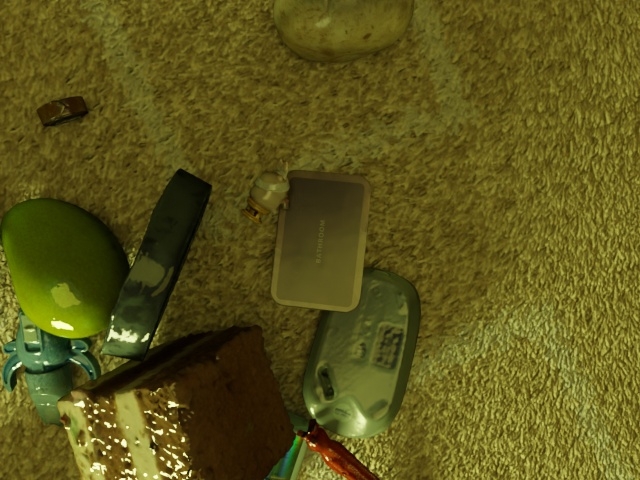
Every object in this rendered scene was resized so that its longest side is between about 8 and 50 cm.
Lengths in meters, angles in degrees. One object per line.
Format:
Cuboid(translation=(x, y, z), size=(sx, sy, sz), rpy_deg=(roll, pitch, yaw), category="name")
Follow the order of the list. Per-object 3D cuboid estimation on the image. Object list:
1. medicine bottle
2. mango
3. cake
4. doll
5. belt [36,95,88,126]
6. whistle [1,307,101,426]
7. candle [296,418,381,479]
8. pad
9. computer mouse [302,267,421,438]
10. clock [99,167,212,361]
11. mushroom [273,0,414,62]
Cuboid(translation=(-0.107, 0.454, 1.072), size=(0.121, 0.083, 0.229), rpy_deg=(17, 95, -10), category="medicine bottle")
Cuboid(translation=(-0.441, 0.039, 0.954), size=(0.185, 0.149, 0.273), rpy_deg=(-17, 72, -25), category="mango")
Cuboid(translation=(-0.235, 0.304, 0.922), size=(0.290, 0.282, 0.255), rpy_deg=(-10, 98, 30), category="cake")
Cuboid(translation=(-0.088, -0.089, 1.026), size=(0.084, 0.073, 0.127), rpy_deg=(33, 97, -21), category="doll")
Cuboid(translation=(-0.465, -0.232, 0.979), size=(0.083, 0.059, 0.036), rpy_deg=(-20, 97, -4), category="belt")
Cuboid(translation=(-0.508, 0.216, 1.013), size=(0.180, 0.093, 0.269), rpy_deg=(-1, 102, 1), category="whistle")
Cuboid(translation=(0.070, 0.462, 1.076), size=(0.329, 0.051, 0.048), rpy_deg=(48, 65, -22), category="candle")
Cuboid(translation=(0.000, 0.000, 1.044), size=(0.176, 0.002, 0.266), rpy_deg=(6, 87, 5), category="pad")
Cuboid(translation=(0.083, 0.217, 1.061), size=(0.197, 0.095, 0.331), rpy_deg=(17, 83, 6), category="computer mouse")
Cuboid(translation=(-0.264, 0.041, 0.895), size=(0.067, 0.325, 0.325), rpy_deg=(22, 93, -11), category="clock")
Cuboid(translation=(0.044, -0.426, 0.944), size=(0.254, 0.189, 0.195), rpy_deg=(-10, 99, -7), category="mushroom")
